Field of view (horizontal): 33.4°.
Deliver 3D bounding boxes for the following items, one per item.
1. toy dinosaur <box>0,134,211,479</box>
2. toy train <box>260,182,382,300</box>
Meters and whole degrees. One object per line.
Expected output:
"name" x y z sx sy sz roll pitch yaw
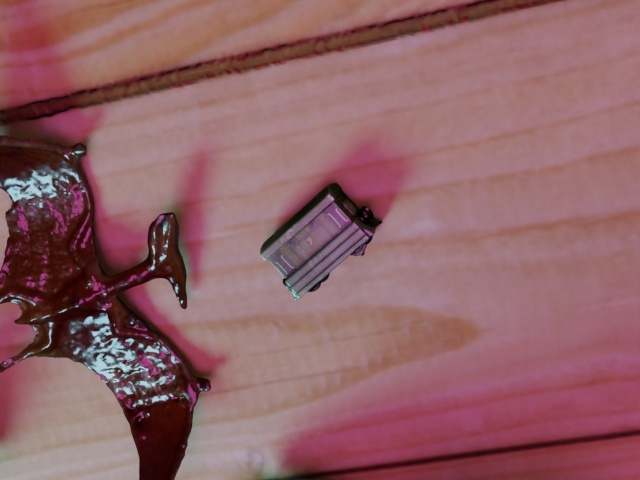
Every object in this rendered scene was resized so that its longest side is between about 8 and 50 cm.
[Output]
"toy dinosaur" -0.197 0.070 0.838 0.206 0.113 0.327 3 114 8
"toy train" 0.000 0.000 0.819 0.093 0.038 0.056 -41 95 21
